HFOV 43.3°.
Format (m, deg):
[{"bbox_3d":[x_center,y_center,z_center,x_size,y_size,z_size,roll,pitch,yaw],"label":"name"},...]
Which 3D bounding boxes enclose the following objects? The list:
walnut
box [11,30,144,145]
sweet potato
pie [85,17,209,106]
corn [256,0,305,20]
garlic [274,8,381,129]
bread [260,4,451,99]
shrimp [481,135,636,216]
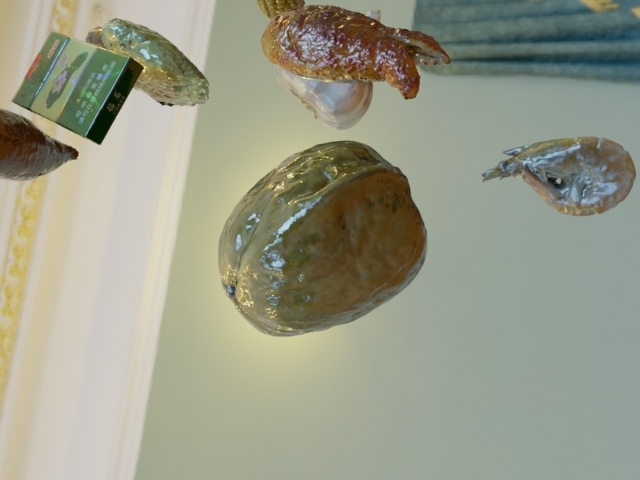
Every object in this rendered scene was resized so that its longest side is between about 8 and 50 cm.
[{"bbox_3d":[0.000,0.000,1.045,0.283,0.227,0.283,-30,-26,-17],"label":"walnut"},{"bbox_3d":[-0.366,-0.231,1.200,0.034,0.235,0.132,31,-94,-49],"label":"box"},{"bbox_3d":[-0.530,-0.161,1.359,0.337,0.131,0.131,-23,-66,-64],"label":"sweet potato"},{"bbox_3d":[-0.340,-0.356,1.641,0.257,0.274,0.105,38,-102,-26],"label":"pie"},{"bbox_3d":[-0.102,-0.605,1.744,0.322,0.119,0.119,79,-149,-51],"label":"corn"},{"bbox_3d":[0.044,-0.321,1.437,0.226,0.199,0.199,-48,-37,-5],"label":"garlic"},{"bbox_3d":[0.043,-0.274,1.132,0.139,0.269,0.095,-55,-33,-36],"label":"bread"},{"bbox_3d":[0.502,-0.131,1.715,0.077,0.317,0.168,-12,-83,-64],"label":"shrimp"}]
